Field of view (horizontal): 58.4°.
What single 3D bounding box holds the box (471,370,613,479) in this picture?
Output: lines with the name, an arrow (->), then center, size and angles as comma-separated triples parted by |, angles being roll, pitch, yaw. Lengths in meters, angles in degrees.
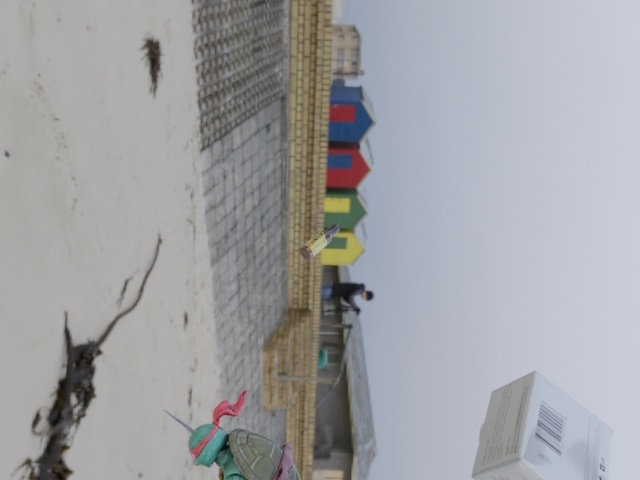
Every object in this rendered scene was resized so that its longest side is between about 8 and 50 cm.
box -> 0.372, 0.353, 0.951 | 0.119, 0.182, 0.181 | -48, -174, 46

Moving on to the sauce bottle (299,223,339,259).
sauce bottle -> 0.000, 0.000, 1.498 | 0.128, 0.042, 0.042 | -41, 150, -35

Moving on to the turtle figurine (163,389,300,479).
turtle figurine -> -0.067, 0.250, 0.558 | 0.118, 0.234, 0.175 | -49, -174, 22
